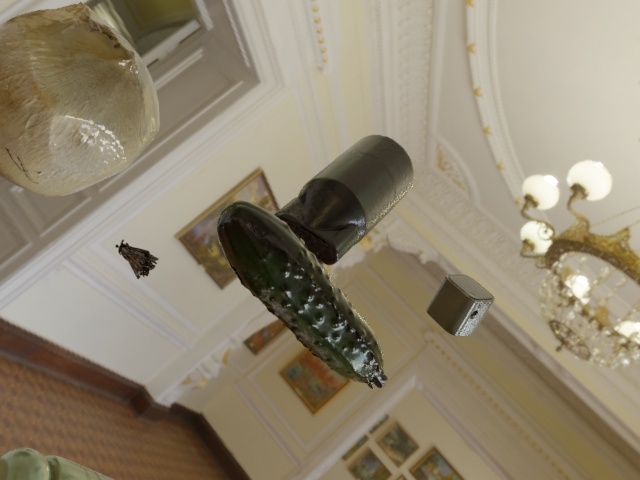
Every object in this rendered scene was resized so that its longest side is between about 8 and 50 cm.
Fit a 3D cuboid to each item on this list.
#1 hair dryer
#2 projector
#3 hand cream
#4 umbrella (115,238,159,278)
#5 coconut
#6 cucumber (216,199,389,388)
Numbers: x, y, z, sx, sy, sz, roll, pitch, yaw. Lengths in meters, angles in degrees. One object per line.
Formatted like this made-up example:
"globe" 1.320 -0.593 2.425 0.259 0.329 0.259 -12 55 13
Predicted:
"hair dryer" 0.000 0.000 0.929 0.116 0.244 0.303 40 -44 9
"projector" 0.258 0.119 1.110 0.083 0.082 0.083 2 32 -42
"hand cream" -0.288 0.357 0.790 0.147 0.093 0.306 10 -23 46
"umbrella" -0.198 0.018 0.643 0.083 0.032 0.020 23 14 41
"coconut" -0.482 -0.274 1.169 0.346 0.360 0.347 50 28 -39
"cucumber" -0.010 0.056 0.541 0.227 0.069 0.069 50 -10 -20
